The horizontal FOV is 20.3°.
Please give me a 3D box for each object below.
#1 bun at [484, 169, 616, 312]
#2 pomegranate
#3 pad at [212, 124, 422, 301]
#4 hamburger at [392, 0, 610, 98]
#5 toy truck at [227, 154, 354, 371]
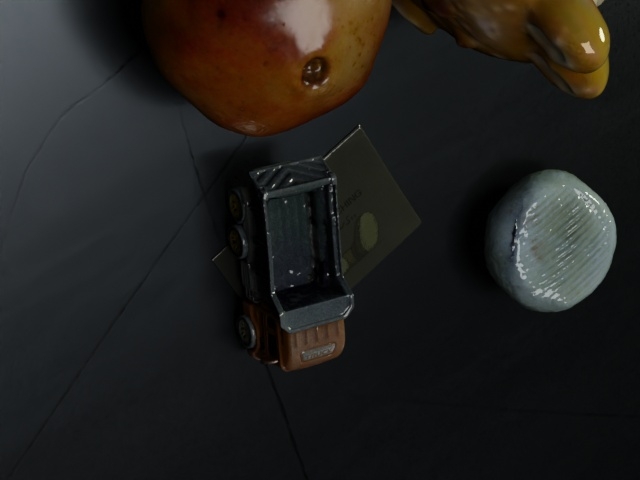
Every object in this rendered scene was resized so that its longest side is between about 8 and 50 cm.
[{"bbox_3d":[0.218,0.001,1.754,0.140,0.083,0.141,-3,97,-28],"label":"bun"},{"bbox_3d":[-0.047,-0.187,1.470,0.209,0.209,0.209,-9,109,-28],"label":"pomegranate"},{"bbox_3d":[0.000,0.000,1.670,0.190,0.004,0.127,-43,121,-13],"label":"pad"},{"bbox_3d":[0.153,-0.256,1.510,0.302,0.261,0.186,40,78,10],"label":"hamburger"},{"bbox_3d":[-0.027,0.021,1.603,0.083,0.092,0.192,-14,112,-27],"label":"toy truck"}]
